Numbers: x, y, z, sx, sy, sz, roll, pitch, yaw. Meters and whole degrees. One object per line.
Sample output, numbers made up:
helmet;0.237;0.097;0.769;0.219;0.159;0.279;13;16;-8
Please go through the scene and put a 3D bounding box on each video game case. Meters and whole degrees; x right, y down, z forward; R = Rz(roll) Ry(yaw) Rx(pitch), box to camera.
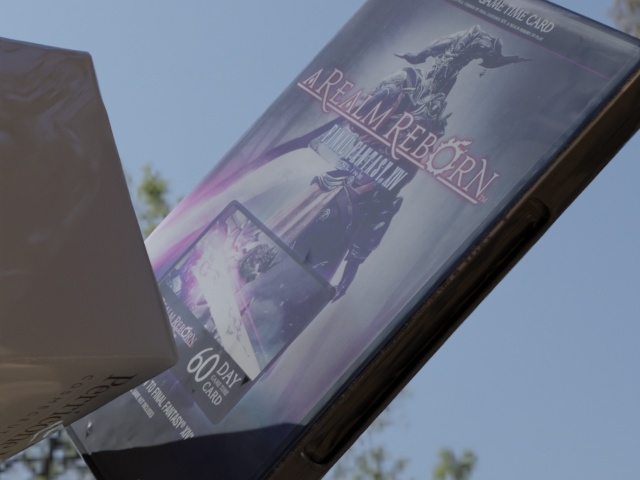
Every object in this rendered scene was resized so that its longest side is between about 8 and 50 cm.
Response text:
video game case;0.000;0.000;0.669;0.274;0.196;0.026;-48;-57;-1

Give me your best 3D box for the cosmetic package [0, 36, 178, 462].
cosmetic package;-0.266;0.017;0.571;0.217;0.156;0.385;-30;-22;35
